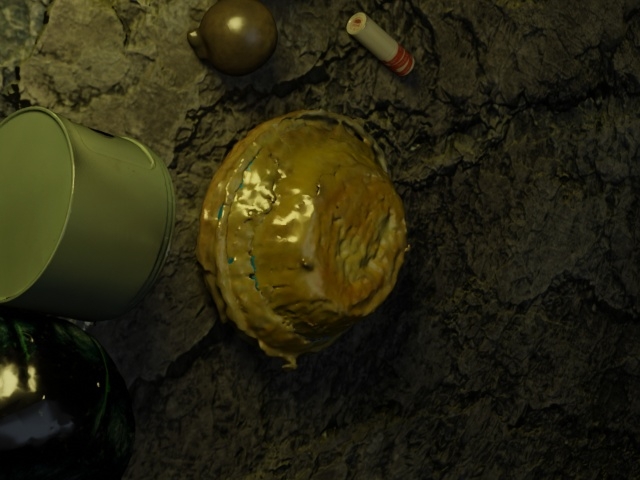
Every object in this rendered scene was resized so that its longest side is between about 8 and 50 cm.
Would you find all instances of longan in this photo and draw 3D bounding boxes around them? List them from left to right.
[{"bbox_3d":[-0.115,-0.267,1.582,0.119,0.106,0.106,-10,116,0],"label":"longan"}]

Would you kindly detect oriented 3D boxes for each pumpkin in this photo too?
[{"bbox_3d":[-0.371,0.211,1.380,0.315,0.238,0.315,-14,133,-16],"label":"pumpkin"}]

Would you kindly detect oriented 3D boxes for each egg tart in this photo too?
[{"bbox_3d":[0.000,0.000,1.734,0.388,0.169,0.388,-11,106,-44],"label":"egg tart"}]

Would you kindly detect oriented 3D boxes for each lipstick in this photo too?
[{"bbox_3d":[0.092,-0.294,1.808,0.130,0.038,0.038,33,79,-45],"label":"lipstick"}]

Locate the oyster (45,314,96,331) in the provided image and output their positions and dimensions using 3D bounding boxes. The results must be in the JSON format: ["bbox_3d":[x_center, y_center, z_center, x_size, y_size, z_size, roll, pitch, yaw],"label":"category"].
[{"bbox_3d":[-0.309,0.047,1.533,0.200,0.061,0.106,-59,152,-9],"label":"oyster"}]

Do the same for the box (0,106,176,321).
[{"bbox_3d":[-0.295,-0.026,1.386,0.149,0.226,0.226,17,91,-46],"label":"box"}]
